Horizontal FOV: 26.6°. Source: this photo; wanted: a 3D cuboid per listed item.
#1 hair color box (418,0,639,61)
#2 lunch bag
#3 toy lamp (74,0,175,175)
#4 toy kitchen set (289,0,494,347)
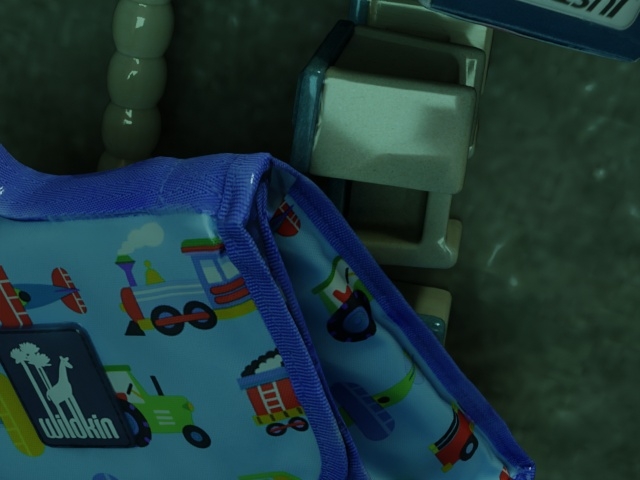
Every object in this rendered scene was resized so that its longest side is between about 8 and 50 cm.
[{"bbox_3d":[0.108,-0.257,0.459,0.105,0.174,0.347,8,120,-33],"label":"hair color box"},{"bbox_3d":[-0.067,0.063,0.581,0.221,0.138,0.293,-5,133,30],"label":"lunch bag"},{"bbox_3d":[-0.085,-0.082,0.629,0.080,0.080,0.275,11,115,4],"label":"toy lamp"},{"bbox_3d":[0.000,0.000,0.602,0.122,0.166,0.207,9,114,7],"label":"toy kitchen set"}]
